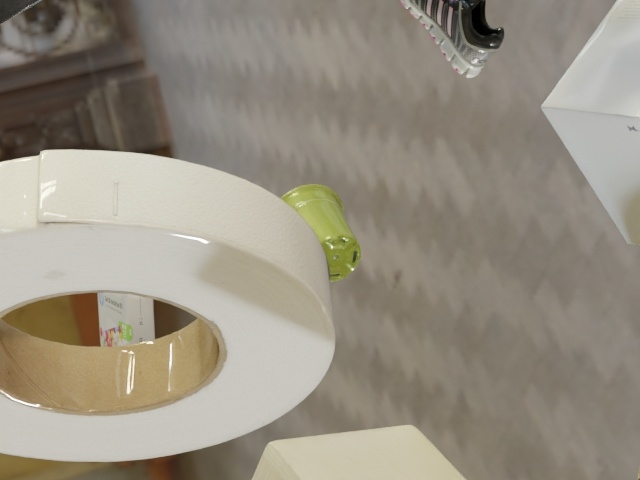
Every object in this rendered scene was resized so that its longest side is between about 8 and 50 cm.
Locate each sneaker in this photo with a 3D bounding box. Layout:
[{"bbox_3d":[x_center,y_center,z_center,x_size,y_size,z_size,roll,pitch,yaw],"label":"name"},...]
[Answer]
[{"bbox_3d":[0.148,-0.271,1.671,0.075,0.063,0.170,-34,95,35],"label":"sneaker"}]

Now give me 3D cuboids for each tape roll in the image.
[{"bbox_3d":[-0.181,0.067,1.205,0.392,0.392,0.072,102,166,-55],"label":"tape roll"}]

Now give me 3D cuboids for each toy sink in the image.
[{"bbox_3d":[0.059,0.263,1.089,0.234,0.153,0.131,44,123,40],"label":"toy sink"}]

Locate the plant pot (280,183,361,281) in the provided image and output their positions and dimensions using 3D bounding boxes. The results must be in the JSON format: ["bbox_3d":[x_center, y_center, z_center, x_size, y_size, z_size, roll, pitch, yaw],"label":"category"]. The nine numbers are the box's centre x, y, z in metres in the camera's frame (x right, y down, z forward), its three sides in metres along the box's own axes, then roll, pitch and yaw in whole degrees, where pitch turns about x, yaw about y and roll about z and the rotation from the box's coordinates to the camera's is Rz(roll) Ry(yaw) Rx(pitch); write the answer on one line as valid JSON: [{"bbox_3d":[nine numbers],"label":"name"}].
[{"bbox_3d":[0.000,0.000,1.418,0.079,0.083,0.083,-129,30,-53],"label":"plant pot"}]

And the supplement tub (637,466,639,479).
[{"bbox_3d":[0.488,0.187,1.637,0.228,0.228,0.316,149,139,-71],"label":"supplement tub"}]

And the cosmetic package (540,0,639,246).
[{"bbox_3d":[0.383,-0.139,1.552,0.138,0.224,0.224,11,147,49],"label":"cosmetic package"}]

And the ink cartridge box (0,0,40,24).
[{"bbox_3d":[-0.282,-0.262,1.189,0.165,0.333,0.065,54,-166,-30],"label":"ink cartridge box"}]

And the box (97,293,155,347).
[{"bbox_3d":[-0.239,0.146,1.830,0.145,0.038,0.186,-166,74,-67],"label":"box"}]
